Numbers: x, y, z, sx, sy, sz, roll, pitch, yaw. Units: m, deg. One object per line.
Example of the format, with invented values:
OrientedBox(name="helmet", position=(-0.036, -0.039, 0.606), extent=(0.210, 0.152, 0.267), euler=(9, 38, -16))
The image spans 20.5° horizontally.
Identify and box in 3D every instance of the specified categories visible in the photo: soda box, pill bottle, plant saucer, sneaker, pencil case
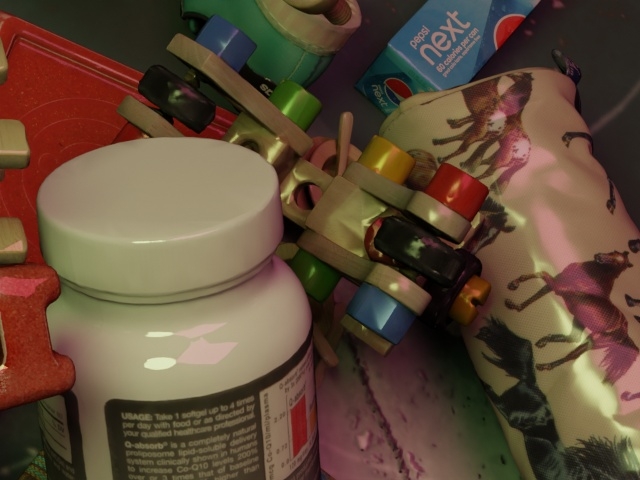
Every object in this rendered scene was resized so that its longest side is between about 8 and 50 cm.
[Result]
OrientedBox(name="soda box", position=(0.120, -0.179, 1.470), extent=(0.071, 0.067, 0.210), euler=(42, 54, 0))
OrientedBox(name="pill bottle", position=(-0.081, 0.093, 1.009), extent=(0.162, 0.278, 0.162), euler=(-2, 27, 1))
OrientedBox(name="plant saucer", position=(-0.164, -0.033, 1.259), extent=(0.258, 0.048, 0.259), euler=(23, 55, -14))
OrientedBox(name="sneaker", position=(-0.069, -0.218, 1.378), extent=(0.108, 0.121, 0.302), euler=(20, 33, -35))
OrientedBox(name="pencil case", position=(0.196, 0.066, 1.313), extent=(0.183, 0.160, 0.410), euler=(-6, 66, -44))

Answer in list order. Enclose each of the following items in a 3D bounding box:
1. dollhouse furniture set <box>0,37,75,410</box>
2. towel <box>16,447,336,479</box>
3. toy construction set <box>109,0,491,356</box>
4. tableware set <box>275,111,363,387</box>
OrientedBox(name="dollhouse furniture set", position=(-0.225, 0.094, 0.932), extent=(0.152, 0.374, 0.201), euler=(-10, 59, -18))
OrientedBox(name="towel", position=(-0.049, 0.266, 1.140), extent=(0.370, 0.040, 0.271), euler=(39, 60, -1))
OrientedBox(name="toy construction set", position=(0.014, -0.059, 1.199), extent=(0.257, 0.237, 0.309), euler=(7, 82, 20))
OrientedBox(name="tableware set", position=(0.000, 0.000, 1.298), extent=(0.128, 0.039, 0.194), euler=(45, 48, -26))
